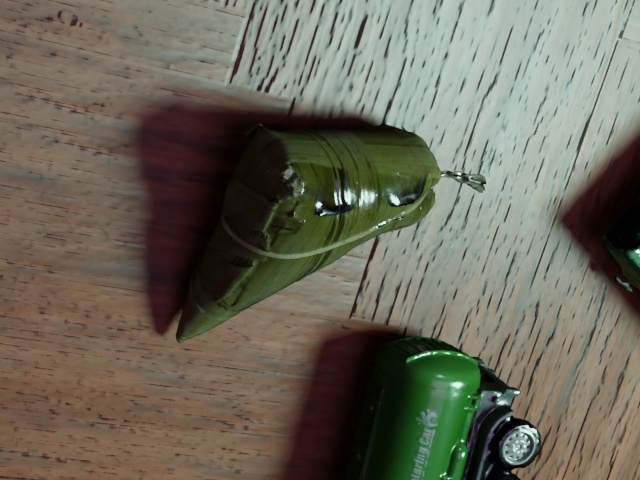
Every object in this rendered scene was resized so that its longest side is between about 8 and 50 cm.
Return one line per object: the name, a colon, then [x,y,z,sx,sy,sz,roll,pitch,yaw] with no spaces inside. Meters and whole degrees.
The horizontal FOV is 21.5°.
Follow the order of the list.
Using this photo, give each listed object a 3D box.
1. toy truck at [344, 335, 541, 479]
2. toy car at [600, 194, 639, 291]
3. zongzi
toy truck: [0.075,0.193,1.263,0.125,0.101,0.243,6,104,-25]
toy car: [0.353,0.057,1.355,0.141,0.097,0.321,-46,123,-4]
zongzi: [0.000,0.000,1.176,0.189,0.081,0.178,-4,134,-41]
